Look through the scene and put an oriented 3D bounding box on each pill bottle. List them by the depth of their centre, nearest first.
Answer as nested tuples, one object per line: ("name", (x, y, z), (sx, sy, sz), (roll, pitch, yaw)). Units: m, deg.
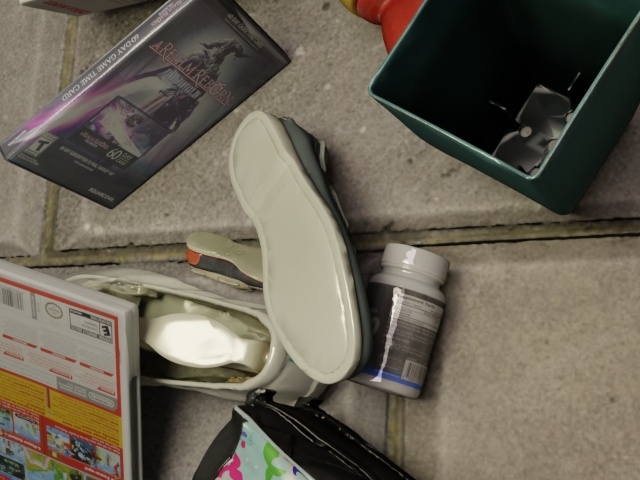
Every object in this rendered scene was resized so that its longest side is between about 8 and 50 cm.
("pill bottle", (0.075, 0.077, 0.973), (0.078, 0.078, 0.137), (12, 80, 25))

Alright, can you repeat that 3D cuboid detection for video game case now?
("video game case", (-0.268, 0.168, 1.036), (0.204, 0.025, 0.285), (15, 116, 26))
("video game case", (-0.179, -0.148, 1.079), (0.274, 0.196, 0.026), (-37, 66, 9))

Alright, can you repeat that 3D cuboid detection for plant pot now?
("plant pot", (0.187, -0.122, 0.894), (0.166, 0.234, 0.165), (32, 90, 28))

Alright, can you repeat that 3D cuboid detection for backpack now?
("backpack", (0.021, 0.265, 0.860), (0.254, 0.225, 0.191), (27, 88, 29))

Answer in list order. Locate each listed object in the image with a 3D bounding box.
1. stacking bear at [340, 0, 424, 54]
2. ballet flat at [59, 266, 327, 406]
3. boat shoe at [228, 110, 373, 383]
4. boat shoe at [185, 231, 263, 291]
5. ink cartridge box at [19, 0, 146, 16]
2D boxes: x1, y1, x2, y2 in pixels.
("stacking bear", (0.080, -0.292, 1.040), (0.164, 0.175, 0.289), (-29, 74, 11))
("ballet flat", (-0.182, 0.092, 1.049), (0.400, 0.139, 0.139), (6, 78, 25))
("boat shoe", (0.000, 0.000, 0.982), (0.116, 0.099, 0.319), (-50, 45, 31))
("boat shoe", (-0.085, 0.031, 1.075), (0.137, 0.049, 0.043), (19, 126, 24))
("ink cartridge box", (-0.214, -0.358, 1.119), (0.233, 0.171, 0.168), (-11, 96, 7))
